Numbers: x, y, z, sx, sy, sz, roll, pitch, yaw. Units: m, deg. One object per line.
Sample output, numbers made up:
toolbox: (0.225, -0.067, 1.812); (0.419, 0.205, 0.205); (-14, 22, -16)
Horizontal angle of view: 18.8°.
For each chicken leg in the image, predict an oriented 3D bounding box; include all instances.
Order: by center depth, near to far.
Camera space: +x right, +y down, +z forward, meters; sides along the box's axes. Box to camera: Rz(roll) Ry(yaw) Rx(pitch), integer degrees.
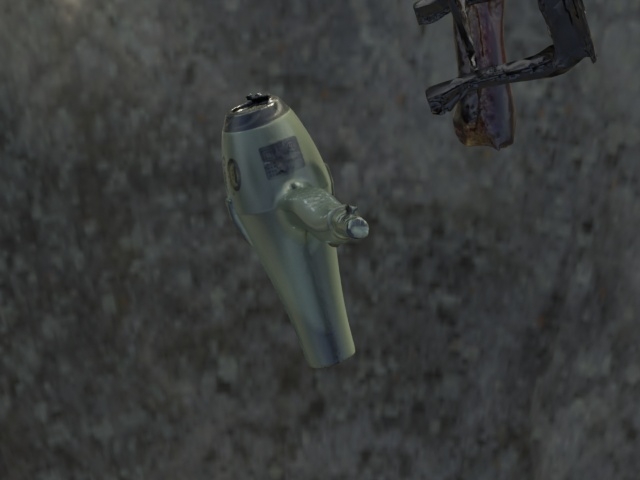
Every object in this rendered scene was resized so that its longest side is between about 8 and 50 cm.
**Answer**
chicken leg: (0.116, -0.261, 1.471); (0.095, 0.407, 0.158); (-5, 34, 4)

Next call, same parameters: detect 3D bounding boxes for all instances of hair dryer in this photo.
hair dryer: (0.000, 0.019, 1.502); (0.088, 0.219, 0.225); (-23, 37, -14)

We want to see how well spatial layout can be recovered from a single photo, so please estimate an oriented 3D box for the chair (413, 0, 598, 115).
chair: (0.148, -0.175, 1.072); (0.229, 0.106, 0.113); (-19, 37, 9)
